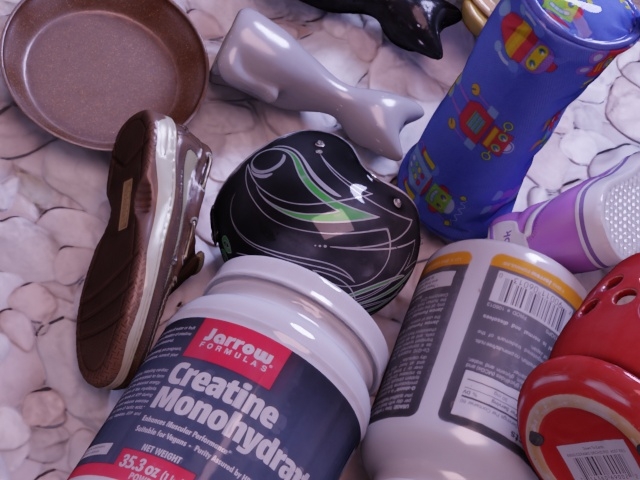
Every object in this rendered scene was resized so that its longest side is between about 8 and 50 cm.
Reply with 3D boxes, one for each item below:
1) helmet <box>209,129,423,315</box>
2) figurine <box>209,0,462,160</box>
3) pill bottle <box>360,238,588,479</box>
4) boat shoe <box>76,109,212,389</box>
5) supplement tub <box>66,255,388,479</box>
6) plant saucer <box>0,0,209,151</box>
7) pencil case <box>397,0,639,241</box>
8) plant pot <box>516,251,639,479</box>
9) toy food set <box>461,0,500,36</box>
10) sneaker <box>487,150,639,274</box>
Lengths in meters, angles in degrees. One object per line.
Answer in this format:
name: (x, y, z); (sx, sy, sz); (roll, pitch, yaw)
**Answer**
helmet: (0.000, 0.000, 1.585); (0.169, 0.169, 0.161); (-27, 57, -26)
figurine: (0.020, -0.193, 1.739); (0.209, 0.092, 0.215); (25, 60, -7)
pill bottle: (0.127, 0.150, 1.541); (0.162, 0.162, 0.278); (24, 60, -3)
boat shoe: (-0.142, 0.014, 1.578); (0.095, 0.095, 0.257); (23, 69, -35)
supplement tub: (-0.076, 0.167, 1.456); (0.191, 0.191, 0.272); (30, 59, 1)
plant saucer: (-0.205, -0.162, 1.684); (0.198, 0.036, 0.199); (6, 62, -12)
pencil case: (0.178, -0.131, 1.624); (0.119, 0.306, 0.133); (41, 48, 9)
plant pot: (0.264, 0.126, 1.437); (0.191, 0.191, 0.174); (45, 53, 10)
toy food set: (0.171, -0.241, 1.814); (0.192, 0.038, 0.132); (49, 26, 7)
sneaker: (0.251, -0.018, 1.695); (0.282, 0.161, 0.102); (-9, 82, -57)
